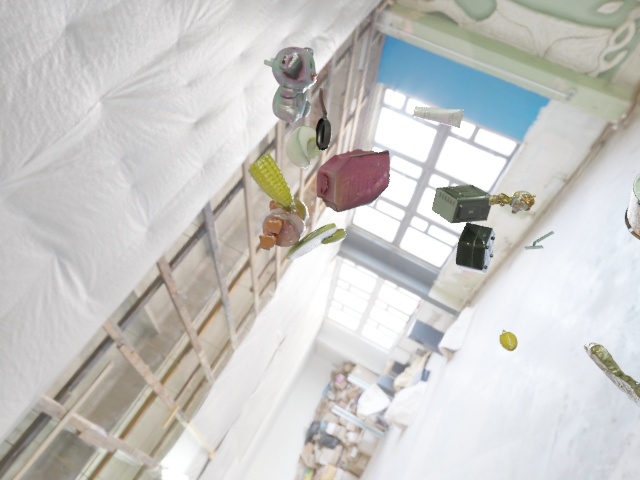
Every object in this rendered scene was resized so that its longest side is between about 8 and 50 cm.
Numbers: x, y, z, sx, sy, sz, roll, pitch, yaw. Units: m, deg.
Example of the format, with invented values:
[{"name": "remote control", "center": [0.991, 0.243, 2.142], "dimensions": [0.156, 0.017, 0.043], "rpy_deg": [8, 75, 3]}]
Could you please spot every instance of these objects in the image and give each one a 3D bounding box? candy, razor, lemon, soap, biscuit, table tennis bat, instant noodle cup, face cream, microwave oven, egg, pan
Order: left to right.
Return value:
[{"name": "candy", "center": [-0.165, -0.200, 1.632], "dimensions": [0.094, 0.199, 0.106], "rpy_deg": [-41, 16, -23]}, {"name": "egg", "center": [-0.107, -0.511, 2.584], "dimensions": [0.161, 0.206, 0.271], "rpy_deg": [-22, 28, 35]}, {"name": "table tennis bat", "center": [0.000, 0.000, 1.792], "dimensions": [0.224, 0.054, 0.368], "rpy_deg": [-40, -11, 26]}, {"name": "pan", "center": [0.011, -0.414, 1.602], "dimensions": [0.115, 0.040, 0.212], "rpy_deg": [-125, 33, -60]}, {"name": "soap", "center": [0.127, -0.237, 1.805], "dimensions": [0.324, 0.127, 0.221], "rpy_deg": [-14, -73, -34]}, {"name": "face cream", "center": [0.575, -0.616, 2.297], "dimensions": [0.058, 0.243, 0.092], "rpy_deg": [-49, -31, -52]}, {"name": "microwave oven", "center": [0.604, -0.162, 1.986], "dimensions": [0.204, 0.163, 0.129], "rpy_deg": [-7, -60, -26]}, {"name": "lemon", "center": [0.685, 0.365, 1.702], "dimensions": [0.092, 0.065, 0.065], "rpy_deg": [-101, 22, -48]}, {"name": "razor", "center": [1.042, -0.008, 2.187], "dimensions": [0.211, 0.036, 0.084], "rpy_deg": [-28, 13, -37]}, {"name": "biscuit", "center": [0.700, 0.315, 1.084], "dimensions": [0.039, 0.183, 0.174], "rpy_deg": [-41, -21, 9]}, {"name": "instant noodle cup", "center": [1.058, -0.120, 1.422], "dimensions": [0.182, 0.230, 0.230], "rpy_deg": [45, -111, -44]}]

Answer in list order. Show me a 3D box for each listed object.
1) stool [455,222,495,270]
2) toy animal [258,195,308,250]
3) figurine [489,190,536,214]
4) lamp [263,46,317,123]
[{"name": "stool", "center": [0.716, 0.036, 2.148], "dimensions": [0.232, 0.141, 0.233], "rpy_deg": [-29, -55, -53]}, {"name": "toy animal", "center": [-0.132, -0.084, 1.818], "dimensions": [0.281, 0.168, 0.196], "rpy_deg": [-81, 16, -55]}, {"name": "figurine", "center": [0.647, -0.131, 1.580], "dimensions": [0.101, 0.143, 0.068], "rpy_deg": [42, -130, -36]}, {"name": "lamp", "center": [-0.139, -0.700, 2.050], "dimensions": [0.247, 0.247, 0.301], "rpy_deg": [-41, -28, -48]}]
